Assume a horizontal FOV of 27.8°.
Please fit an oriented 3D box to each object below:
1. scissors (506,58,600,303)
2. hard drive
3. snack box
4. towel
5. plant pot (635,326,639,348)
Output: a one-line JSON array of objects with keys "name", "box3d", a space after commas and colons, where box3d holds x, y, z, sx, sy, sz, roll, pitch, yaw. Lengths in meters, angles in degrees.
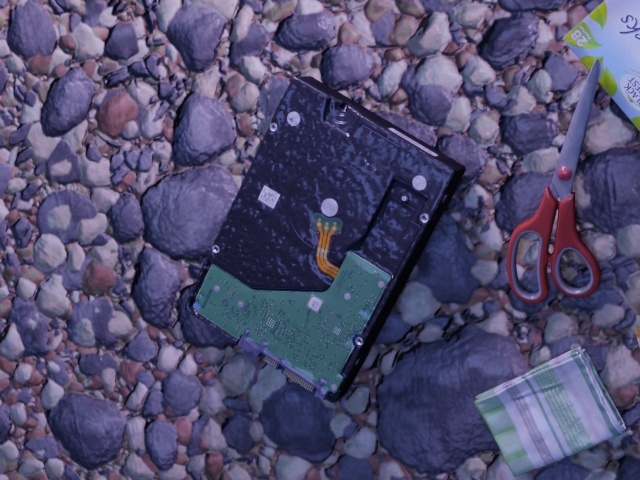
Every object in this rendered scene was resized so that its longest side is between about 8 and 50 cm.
[{"name": "scissors", "box3d": [0.262, -0.061, 1.454, 0.109, 0.021, 0.297, 5, 116, 21]}, {"name": "hard drive", "box3d": [0.000, 0.000, 1.589, 0.236, 0.064, 0.339, 31, 108, 16]}, {"name": "snack box", "box3d": [0.395, -0.197, 1.387, 0.174, 0.070, 0.207, -41, 80, 24]}, {"name": "towel", "box3d": [0.269, 0.206, 1.527, 0.152, 0.023, 0.113, -29, 85, 24]}, {"name": "plant pot", "box3d": [0.402, 0.130, 1.432, 0.083, 0.081, 0.081, -17, 91, 12]}]
